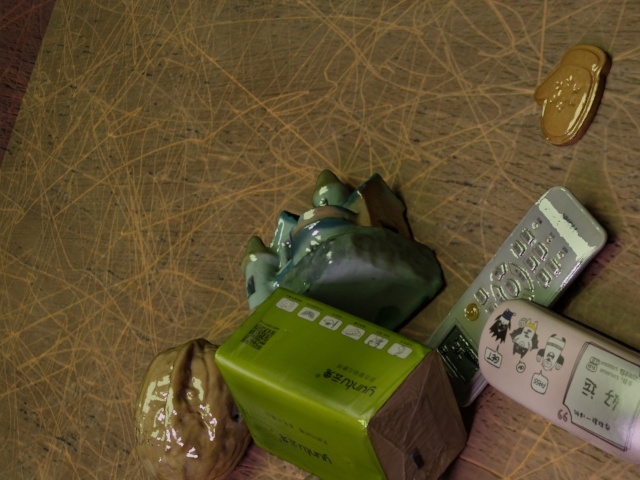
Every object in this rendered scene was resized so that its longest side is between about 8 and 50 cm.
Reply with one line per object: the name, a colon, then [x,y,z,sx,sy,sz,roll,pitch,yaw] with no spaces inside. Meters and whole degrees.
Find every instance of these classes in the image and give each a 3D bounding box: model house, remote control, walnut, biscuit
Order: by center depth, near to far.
remote control: [0.255,0.075,1.869,0.313,0.055,0.109,-55,53,27]
biscuit: [0.328,-0.195,1.920,0.118,0.023,0.140,9,82,55]
model house: [0.000,0.000,2.142,0.267,0.194,0.325,-45,39,33]
walnut: [-0.198,0.274,2.282,0.198,0.198,0.245,-17,63,50]

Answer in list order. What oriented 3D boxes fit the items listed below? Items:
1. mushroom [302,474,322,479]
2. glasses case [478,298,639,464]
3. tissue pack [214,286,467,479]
mushroom: [0.008,0.442,2.002,0.118,0.103,0.270,-25,44,37]
glasses case: [0.306,0.163,1.717,0.314,0.075,0.122,28,106,49]
tissue pack: [0.027,0.211,1.898,0.275,0.200,0.167,21,56,39]
